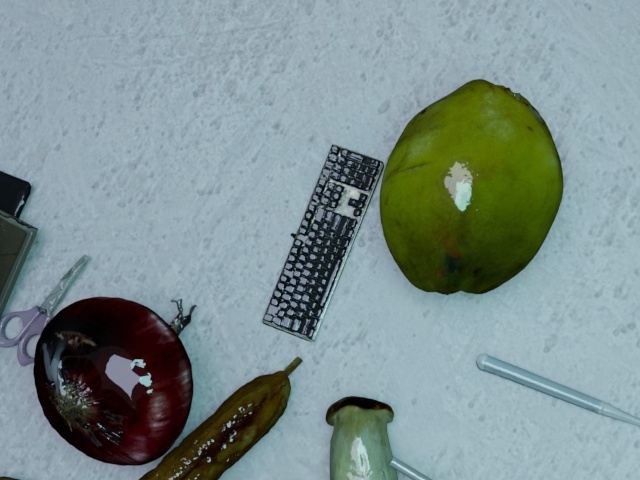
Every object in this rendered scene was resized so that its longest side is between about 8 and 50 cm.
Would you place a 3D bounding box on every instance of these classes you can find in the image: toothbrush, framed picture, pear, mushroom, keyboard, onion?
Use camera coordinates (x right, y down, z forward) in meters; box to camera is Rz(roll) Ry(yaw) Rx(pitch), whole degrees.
[{"bbox_3d":[0.396,0.236,1.424,0.342,0.025,0.030,18,75,13],"label":"toothbrush"},{"bbox_3d":[-0.642,0.018,1.643,0.289,0.016,0.213,25,93,16],"label":"framed picture"},{"bbox_3d":[0.219,-0.075,1.406,0.269,0.269,0.321,15,94,13],"label":"pear"},{"bbox_3d":[0.072,0.398,1.422,0.107,0.087,0.333,-8,79,8],"label":"mushroom"},{"bbox_3d":[0.000,0.000,1.546,0.106,0.027,0.317,19,83,13],"label":"keyboard"},{"bbox_3d":[-0.301,0.206,1.487,0.273,0.285,0.273,13,116,28],"label":"onion"}]

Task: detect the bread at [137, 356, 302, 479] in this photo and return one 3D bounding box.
[{"bbox_3d":[-0.143,0.298,1.448,0.344,0.124,0.084,-41,98,-23],"label":"bread"}]

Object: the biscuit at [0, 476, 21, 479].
[{"bbox_3d":[-0.518,0.574,1.500,0.350,0.070,0.395,-1,78,10],"label":"biscuit"}]

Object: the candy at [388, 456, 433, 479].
[{"bbox_3d":[0.257,0.412,1.360,0.365,0.124,0.124,29,85,12],"label":"candy"}]

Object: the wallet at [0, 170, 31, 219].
[{"bbox_3d":[-0.648,-0.082,1.681,0.285,0.030,0.146,22,82,14],"label":"wallet"}]

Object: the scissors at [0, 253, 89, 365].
[{"bbox_3d":[-0.458,0.109,1.607,0.110,0.021,0.212,37,91,16],"label":"scissors"}]
